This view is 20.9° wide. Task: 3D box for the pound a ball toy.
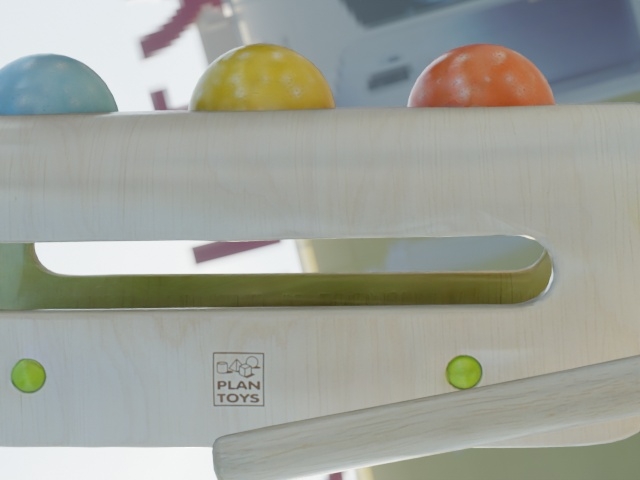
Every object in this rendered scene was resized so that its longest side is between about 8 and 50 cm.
[{"bbox_3d":[0.000,0.000,0.581,0.208,0.319,0.136,-38,-53,-83],"label":"pound a ball toy"}]
